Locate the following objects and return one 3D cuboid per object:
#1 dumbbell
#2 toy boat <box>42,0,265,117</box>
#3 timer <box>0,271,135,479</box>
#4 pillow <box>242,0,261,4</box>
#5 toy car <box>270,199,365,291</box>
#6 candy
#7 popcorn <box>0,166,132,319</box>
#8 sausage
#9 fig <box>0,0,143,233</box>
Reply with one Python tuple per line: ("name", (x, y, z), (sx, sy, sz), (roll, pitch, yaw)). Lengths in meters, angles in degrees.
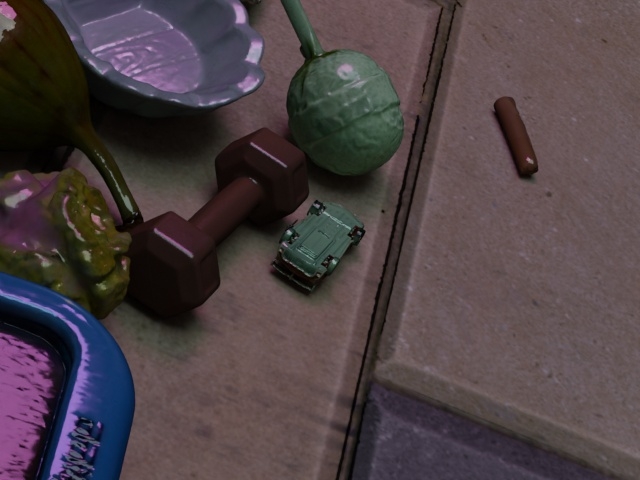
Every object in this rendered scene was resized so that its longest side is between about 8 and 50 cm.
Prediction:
("dumbbell", (-0.092, -0.020, 1.356), (0.082, 0.092, 0.231), (11, 33, 24))
("toy boat", (-0.184, -0.206, 1.487), (0.199, 0.100, 0.290), (-22, 62, -38))
("timer", (-0.295, 0.150, 1.035), (0.309, 0.115, 0.340), (18, 40, -9))
("pillow", (-0.109, -0.337, 1.699), (0.134, 0.078, 0.181), (25, 36, -7))
("toy car", (0.000, 0.000, 1.423), (0.059, 0.035, 0.122), (32, 31, 7))
("candy", (-0.045, -0.267, 1.506), (0.119, 0.119, 0.440), (-28, 92, -45))
("popcorn", (-0.221, 0.011, 1.225), (0.145, 0.126, 0.126), (31, 46, 13))
("sausage", (0.219, -0.116, 1.676), (0.026, 0.026, 0.116), (8, 44, -22))
("fig", (-0.243, -0.120, 1.341), (0.259, 0.151, 0.151), (34, 40, 3))
